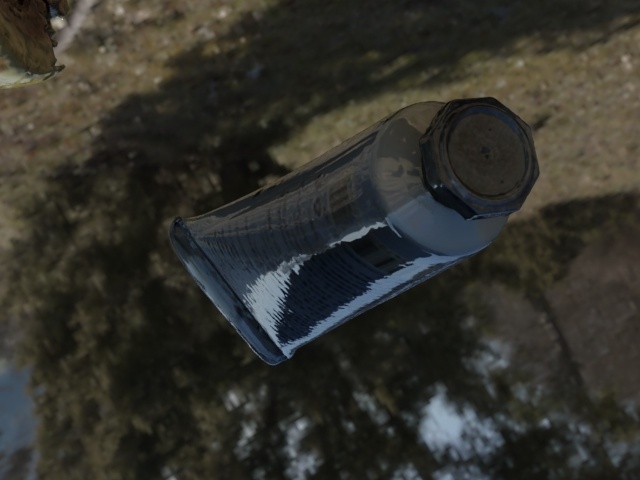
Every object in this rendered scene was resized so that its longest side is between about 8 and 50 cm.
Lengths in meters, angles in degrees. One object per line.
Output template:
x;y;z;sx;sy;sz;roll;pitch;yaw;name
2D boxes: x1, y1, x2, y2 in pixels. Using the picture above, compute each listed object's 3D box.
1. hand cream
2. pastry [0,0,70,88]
0.000;0.000;0.524;0.055;0.088;0.256;-43;-174;-28;hand cream
-0.323;-0.237;1.059;0.170;0.256;0.237;-12;-165;17;pastry
